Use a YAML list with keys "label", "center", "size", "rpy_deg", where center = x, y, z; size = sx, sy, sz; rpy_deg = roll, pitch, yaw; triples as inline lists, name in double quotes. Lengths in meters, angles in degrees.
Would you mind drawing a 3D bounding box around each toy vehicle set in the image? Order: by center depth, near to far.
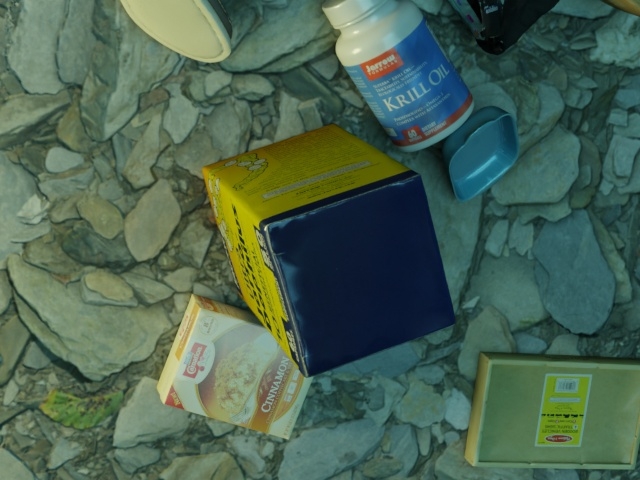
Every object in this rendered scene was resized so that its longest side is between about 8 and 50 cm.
- label: "toy vehicle set"
  center: [0.351, 0.252, 2.124]
  size: [0.266, 0.035, 0.166]
  rpy_deg: [4, 103, -17]

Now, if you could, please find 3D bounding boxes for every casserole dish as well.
- label: "casserole dish"
  center: [0.212, -0.120, 1.941]
  size: [0.114, 0.037, 0.188]
  rpy_deg: [-38, 155, -4]

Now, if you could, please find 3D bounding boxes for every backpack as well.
- label: "backpack"
  center: [0.213, -0.351, 1.888]
  size: [0.152, 0.115, 0.182]
  rpy_deg: [-46, 111, -13]

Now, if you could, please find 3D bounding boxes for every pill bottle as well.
- label: "pill bottle"
  center: [0.096, -0.236, 1.878]
  size: [0.124, 0.124, 0.221]
  rpy_deg: [-37, 110, -4]

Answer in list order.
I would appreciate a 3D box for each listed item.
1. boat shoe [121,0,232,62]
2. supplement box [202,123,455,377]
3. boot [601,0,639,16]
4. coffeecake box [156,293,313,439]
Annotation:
- label: "boat shoe"
  center: [-0.214, -0.347, 1.765]
  size: [0.324, 0.116, 0.097]
  rpy_deg: [41, 49, -33]
- label: "supplement box"
  center: [0.000, 0.000, 1.785]
  size: [0.195, 0.356, 0.194]
  rpy_deg: [-19, 108, -11]
- label: "boot"
  center: [0.369, -0.454, 1.893]
  size: [0.295, 0.104, 0.211]
  rpy_deg: [37, 88, -6]
- label: "coffeecake box"
  center: [-0.108, 0.171, 1.953]
  size: [0.185, 0.068, 0.142]
  rpy_deg: [18, 99, -19]
